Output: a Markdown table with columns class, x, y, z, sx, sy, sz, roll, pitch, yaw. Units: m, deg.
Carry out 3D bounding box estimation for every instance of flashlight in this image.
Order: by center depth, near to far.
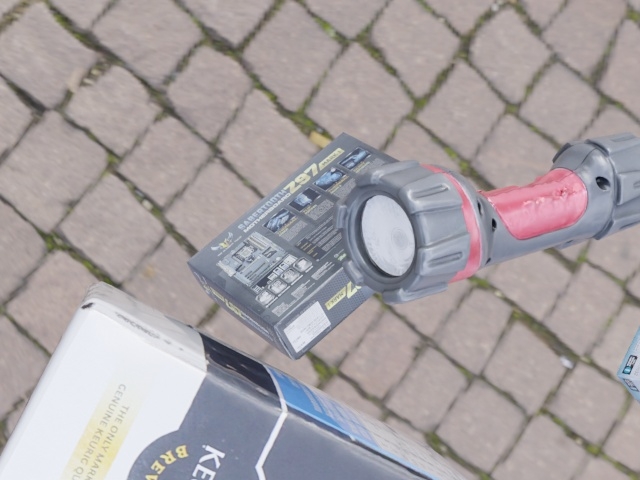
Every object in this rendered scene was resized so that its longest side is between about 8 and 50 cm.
| class | x | y | z | sx | sy | sz | roll | pitch | yaw |
| --- | --- | --- | --- | --- | --- | --- | --- | --- | --- |
| flashlight | 0.150 | -0.031 | 1.083 | 0.304 | 0.103 | 0.103 | -16 | 89 | -40 |

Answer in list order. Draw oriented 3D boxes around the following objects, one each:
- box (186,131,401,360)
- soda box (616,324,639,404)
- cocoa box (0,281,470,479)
| class | x | y | z | sx | sy | sz | roll | pitch | yaw |
| --- | --- | --- | --- | --- | --- | --- | --- | --- | --- |
| box | 0.000 | 0.000 | 1.435 | 0.232 | 0.183 | 0.059 | -40 | 129 | -15 |
| soda box | 0.329 | 0.144 | 1.204 | 0.183 | 0.063 | 0.058 | 47 | 64 | -40 |
| cocoa box | -0.091 | 0.224 | 0.681 | 0.228 | 0.231 | 0.347 | 27 | 88 | -8 |
